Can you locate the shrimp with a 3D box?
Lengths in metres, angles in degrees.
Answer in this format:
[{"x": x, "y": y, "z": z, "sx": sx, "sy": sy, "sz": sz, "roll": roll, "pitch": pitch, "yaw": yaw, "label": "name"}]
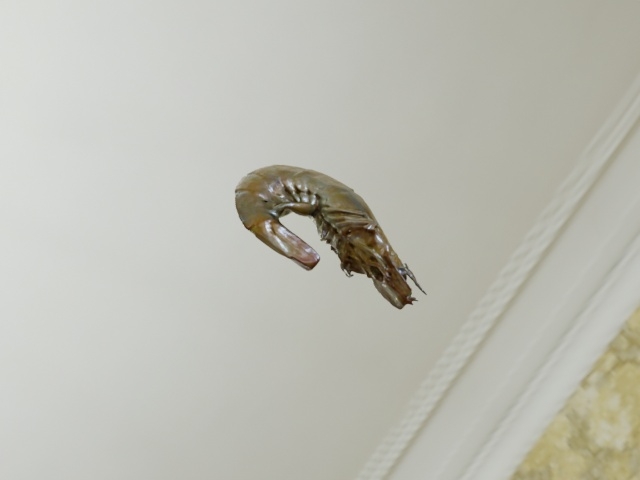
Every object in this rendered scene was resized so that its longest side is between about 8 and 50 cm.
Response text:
[{"x": 0.002, "y": -0.007, "z": 0.812, "sx": 0.095, "sy": 0.162, "sz": 0.045, "roll": 6, "pitch": -59, "yaw": -44, "label": "shrimp"}]
